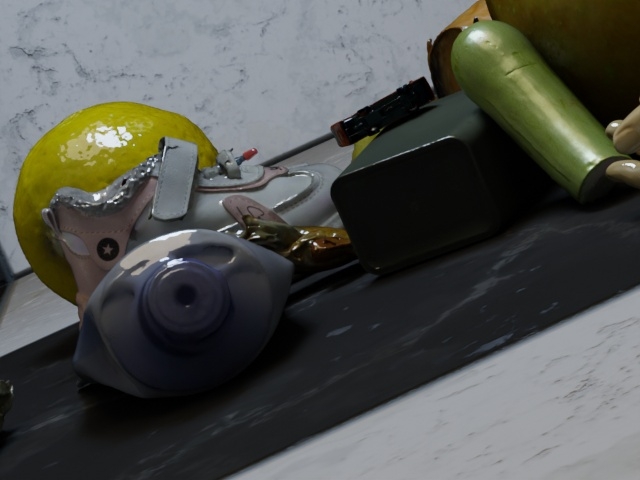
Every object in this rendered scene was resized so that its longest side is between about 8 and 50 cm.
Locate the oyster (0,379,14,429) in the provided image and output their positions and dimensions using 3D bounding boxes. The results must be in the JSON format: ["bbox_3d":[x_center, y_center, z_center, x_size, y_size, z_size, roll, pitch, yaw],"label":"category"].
[{"bbox_3d":[-0.341,0.181,1.704,0.133,0.072,0.209,-32,-11,-14],"label":"oyster"}]

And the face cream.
[{"bbox_3d":[-0.125,0.079,1.662,0.235,0.137,0.420,-26,-5,-8],"label":"face cream"}]

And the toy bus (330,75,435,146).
[{"bbox_3d":[0.064,-0.132,1.844,0.110,0.031,0.043,-29,5,-20],"label":"toy bus"}]

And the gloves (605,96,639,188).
[{"bbox_3d":[0.311,-0.097,1.407,0.164,0.124,0.203,-1,-34,-43],"label":"gloves"}]

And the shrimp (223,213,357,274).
[{"bbox_3d":[-0.059,0.004,1.802,0.262,0.066,0.117,-7,-10,-23],"label":"shrimp"}]

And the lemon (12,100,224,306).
[{"bbox_3d":[-0.245,-0.042,2.227,0.293,0.293,0.293,-23,7,3],"label":"lemon"}]

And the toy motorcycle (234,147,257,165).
[{"bbox_3d":[-0.177,-0.042,2.649,0.182,0.123,0.272,-32,2,28],"label":"toy motorcycle"}]

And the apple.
[{"bbox_3d":[0.360,-0.264,1.784,0.384,0.374,0.374,18,-21,-36],"label":"apple"}]

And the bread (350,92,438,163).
[{"bbox_3d":[0.157,-0.161,2.563,0.233,0.088,0.161,-24,4,-15],"label":"bread"}]

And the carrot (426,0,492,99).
[{"bbox_3d":[0.316,-0.249,2.156,0.340,0.224,0.224,-36,12,-28],"label":"carrot"}]

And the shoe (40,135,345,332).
[{"bbox_3d":[-0.132,-0.024,1.981,0.351,0.198,0.172,-27,12,-13],"label":"shoe"}]

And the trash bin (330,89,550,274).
[{"bbox_3d":[0.127,-0.066,1.780,0.164,0.122,0.240,-20,9,22],"label":"trash bin"}]

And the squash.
[{"bbox_3d":[0.201,-0.120,1.661,0.083,0.083,0.250,-25,48,-12],"label":"squash"}]
